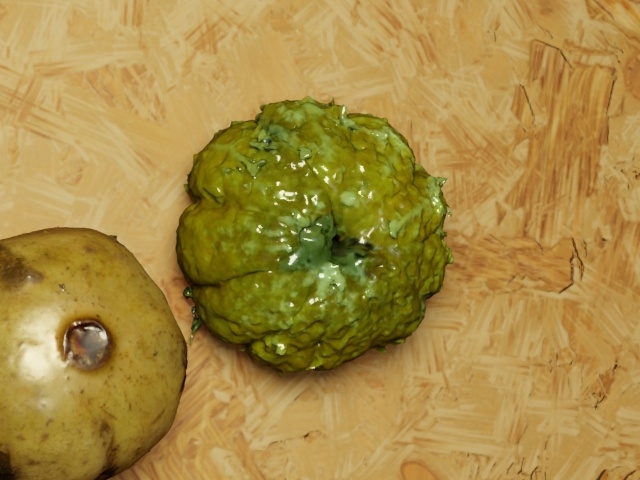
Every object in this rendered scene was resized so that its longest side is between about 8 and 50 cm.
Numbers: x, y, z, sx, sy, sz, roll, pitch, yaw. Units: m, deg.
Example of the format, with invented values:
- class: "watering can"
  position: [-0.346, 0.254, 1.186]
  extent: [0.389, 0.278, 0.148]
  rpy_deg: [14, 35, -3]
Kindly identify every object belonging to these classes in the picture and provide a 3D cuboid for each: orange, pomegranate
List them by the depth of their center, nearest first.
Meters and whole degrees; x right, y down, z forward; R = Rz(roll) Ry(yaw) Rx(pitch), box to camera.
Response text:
- class: "pomegranate"
  position: [-0.276, 0.122, 1.812]
  extent: [0.281, 0.281, 0.281]
  rpy_deg: [2, 83, -18]
- class: "orange"
  position: [0.000, 0.000, 1.938]
  extent: [0.301, 0.223, 0.300]
  rpy_deg: [14, 85, -17]
